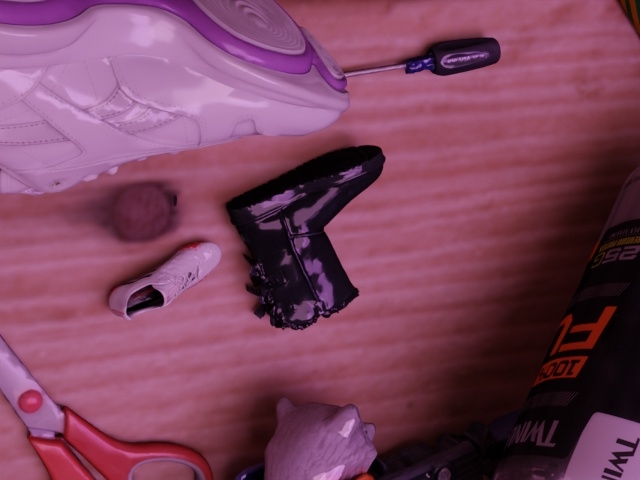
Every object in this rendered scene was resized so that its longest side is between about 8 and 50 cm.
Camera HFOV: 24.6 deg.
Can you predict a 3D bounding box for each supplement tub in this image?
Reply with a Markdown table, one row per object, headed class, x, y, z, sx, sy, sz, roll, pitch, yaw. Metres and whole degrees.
| class | x | y | z | sx | sy | sz | roll | pitch | yaw |
| --- | --- | --- | --- | --- | --- | --- | --- | --- | --- |
| supplement tub | 0.247 | 0.123 | 1.002 | 0.207 | 0.207 | 0.338 | 40 | 65 | -28 |

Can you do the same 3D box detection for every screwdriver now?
| class | x | y | z | sx | sy | sz | roll | pitch | yaw |
| --- | --- | --- | --- | --- | --- | --- | --- | --- | --- |
| screwdriver | 0.044 | -0.114 | 0.999 | 0.170 | 0.024 | 0.025 | -14 | 140 | -14 |

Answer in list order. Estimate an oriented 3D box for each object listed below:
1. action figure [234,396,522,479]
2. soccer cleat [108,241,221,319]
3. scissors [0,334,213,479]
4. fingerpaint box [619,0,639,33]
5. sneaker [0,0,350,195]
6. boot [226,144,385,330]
| class | x | y | z | sx | sy | sz | roll | pitch | yaw |
| --- | --- | --- | --- | --- | --- | --- | --- | --- | --- |
| action figure | 0.063 | 0.247 | 1.014 | 0.341 | 0.178 | 0.330 | -28 | 105 | -21 |
| soccer cleat | -0.099 | 0.028 | 0.963 | 0.083 | 0.035 | 0.029 | -27 | 114 | -15 |
| scissors | -0.187 | 0.124 | 0.960 | 0.109 | 0.021 | 0.297 | -48 | 120 | -3 |
| fingerpaint box | 0.419 | -0.284 | 1.034 | 0.445 | 0.163 | 0.371 | -43 | 118 | -8 |
| sneaker | -0.127 | -0.097 | 0.892 | 0.305 | 0.114 | 0.152 | 6 | 132 | -33 |
| boot | 0.000 | 0.000 | 0.996 | 0.121 | 0.045 | 0.099 | -25 | 112 | -8 |
